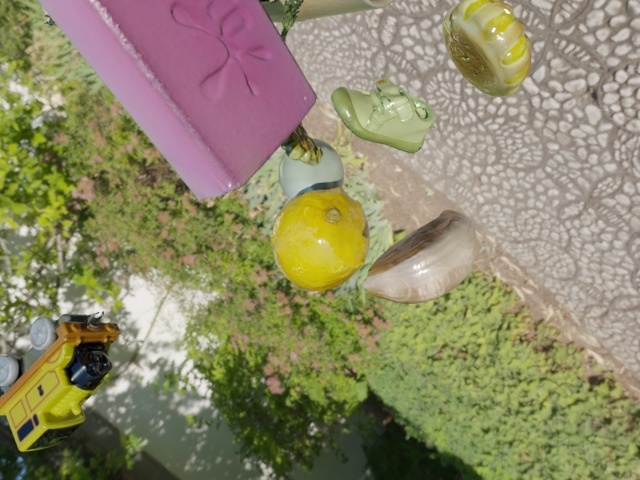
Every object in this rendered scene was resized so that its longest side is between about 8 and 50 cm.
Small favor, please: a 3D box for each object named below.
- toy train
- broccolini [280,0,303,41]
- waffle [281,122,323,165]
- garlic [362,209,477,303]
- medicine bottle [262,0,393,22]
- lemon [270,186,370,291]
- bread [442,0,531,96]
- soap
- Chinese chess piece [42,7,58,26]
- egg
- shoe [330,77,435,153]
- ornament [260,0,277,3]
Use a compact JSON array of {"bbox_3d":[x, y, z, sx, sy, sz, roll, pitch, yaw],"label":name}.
[{"bbox_3d":[-0.342,0.180,0.675,0.127,0.219,0.089,54,-165,24],"label":"toy train"},{"bbox_3d":[-0.058,-0.378,0.898,0.030,0.035,0.140,11,157,-13],"label":"broccolini"},{"bbox_3d":[-0.062,-0.185,0.773,0.183,0.036,0.169,55,-165,3],"label":"waffle"},{"bbox_3d":[0.160,0.021,0.730,0.101,0.195,0.087,23,145,53],"label":"garlic"},{"bbox_3d":[-0.053,-0.580,1.072,0.406,0.235,0.235,10,145,35],"label":"medicine bottle"},{"bbox_3d":[0.000,0.000,1.196,0.233,0.233,0.288,39,157,11],"label":"lemon"},{"bbox_3d":[0.313,-0.360,0.956,0.213,0.105,0.213,55,-177,-4],"label":"bread"},{"bbox_3d":[-0.129,-0.196,0.516,0.081,0.181,0.259,-4,130,42],"label":"soap"},{"bbox_3d":[-0.370,-0.398,0.727,0.188,0.083,0.188,46,146,44],"label":"Chinese chess piece"},{"bbox_3d":[-0.024,-0.178,1.434,0.183,0.183,0.264,56,-166,-35],"label":"egg"},{"bbox_3d":[0.141,-0.286,1.149,0.262,0.128,0.140,18,-154,-32],"label":"shoe"},{"bbox_3d":[-0.211,-0.423,0.934,0.202,0.236,0.080,59,-173,36],"label":"ornament"}]
